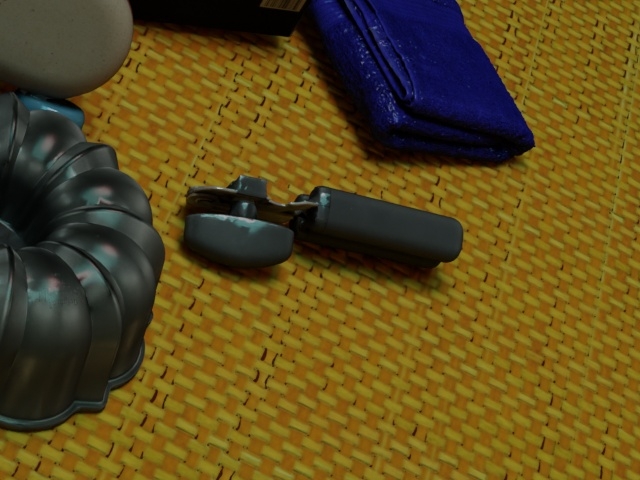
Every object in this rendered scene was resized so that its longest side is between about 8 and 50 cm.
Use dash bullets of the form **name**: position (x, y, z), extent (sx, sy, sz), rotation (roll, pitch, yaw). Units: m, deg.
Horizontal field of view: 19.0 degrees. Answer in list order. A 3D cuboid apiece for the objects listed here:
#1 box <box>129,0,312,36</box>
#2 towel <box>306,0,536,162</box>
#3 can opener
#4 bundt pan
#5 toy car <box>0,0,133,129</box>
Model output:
- **box**: position (-0.147, -0.326, 2.007), extent (0.261, 0.103, 0.184), rotation (5, 59, -23)
- **towel**: position (0.098, -0.225, 2.098), extent (0.227, 0.076, 0.308), rotation (4, 48, -38)
- **can opener**: position (0.000, 0.000, 1.840), extent (0.283, 0.076, 0.095), rotation (13, 75, -22)
- **bundt pan**: position (-0.277, -0.006, 1.607), extent (0.330, 0.124, 0.331), rotation (18, 40, -16)
- **toy car**: position (-0.287, -0.233, 1.822), extent (0.210, 0.219, 0.238), rotation (19, 12, -15)
